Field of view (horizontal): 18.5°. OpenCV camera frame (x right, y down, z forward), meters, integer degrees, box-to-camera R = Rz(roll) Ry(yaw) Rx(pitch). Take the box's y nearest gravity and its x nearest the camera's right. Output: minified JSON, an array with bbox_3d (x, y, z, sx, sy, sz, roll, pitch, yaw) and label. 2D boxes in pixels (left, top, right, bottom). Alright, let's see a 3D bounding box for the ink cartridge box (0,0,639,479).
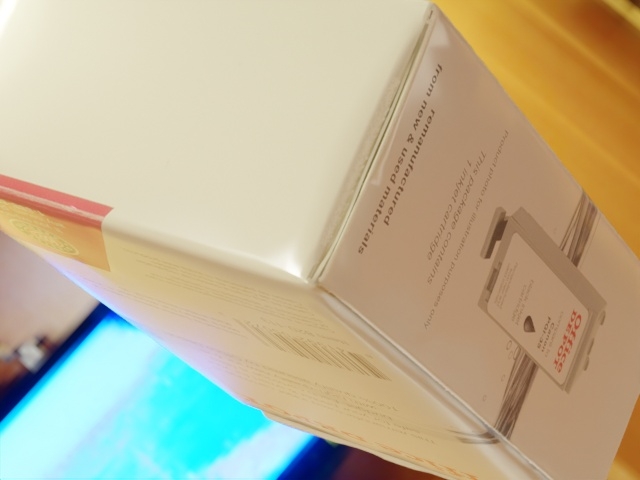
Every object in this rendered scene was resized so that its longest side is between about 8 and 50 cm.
[{"bbox_3d":[0.000,0.000,0.832,0.283,0.207,0.117,42,-112,-54],"label":"ink cartridge box"}]
